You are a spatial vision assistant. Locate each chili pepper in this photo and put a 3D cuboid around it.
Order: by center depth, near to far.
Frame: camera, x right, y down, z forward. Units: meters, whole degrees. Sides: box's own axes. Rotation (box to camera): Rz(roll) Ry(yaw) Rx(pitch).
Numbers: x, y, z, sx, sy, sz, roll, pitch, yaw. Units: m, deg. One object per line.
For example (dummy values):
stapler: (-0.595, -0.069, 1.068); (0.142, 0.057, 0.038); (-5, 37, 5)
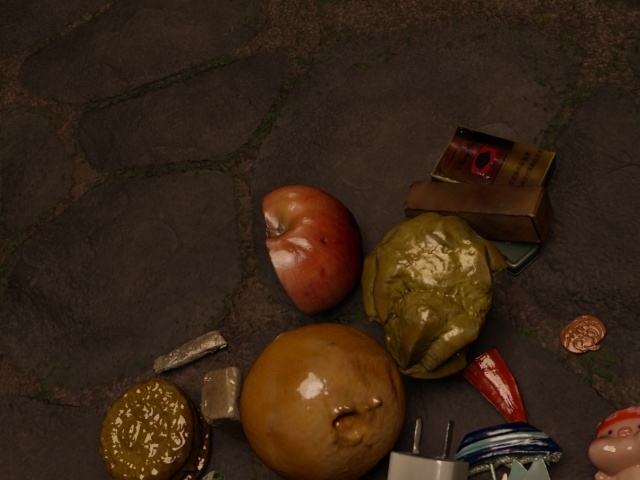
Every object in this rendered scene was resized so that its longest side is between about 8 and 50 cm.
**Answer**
chili pepper: (0.357, 0.303, 1.750); (0.088, 0.065, 0.169); (-37, 63, 11)

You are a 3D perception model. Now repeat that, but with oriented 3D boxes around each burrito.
burrito: (-0.293, 0.250, 1.987); (0.171, 0.042, 0.051); (-26, 47, 0)

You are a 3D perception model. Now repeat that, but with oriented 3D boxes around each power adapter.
power adapter: (0.200, 0.431, 1.645); (0.130, 0.125, 0.205); (4, 79, 32)

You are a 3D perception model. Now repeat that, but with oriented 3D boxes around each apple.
apple: (0.000, 0.000, 1.916); (0.163, 0.251, 0.293); (-24, 57, 14)

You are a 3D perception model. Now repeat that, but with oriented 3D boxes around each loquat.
loquat: (0.003, 0.311, 1.694); (0.328, 0.328, 0.328); (-8, 59, 13)

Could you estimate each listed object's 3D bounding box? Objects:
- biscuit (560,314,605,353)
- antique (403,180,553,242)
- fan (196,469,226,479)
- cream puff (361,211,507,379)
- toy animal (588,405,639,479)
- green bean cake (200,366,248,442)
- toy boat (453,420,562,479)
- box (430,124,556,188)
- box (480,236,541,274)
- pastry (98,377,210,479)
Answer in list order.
biscuit: (0.531, 0.192, 1.784); (0.091, 0.015, 0.078); (-39, 57, -7)
antique: (0.335, -0.065, 1.916); (0.310, 0.093, 0.087); (5, 55, 33)
fan: (-0.229, 0.500, 1.846); (0.080, 0.003, 0.060); (37, 76, 30)
cream puff: (0.195, 0.115, 1.736); (0.274, 0.323, 0.270); (27, 49, 13)
toy animal: (0.573, 0.394, 1.574); (0.171, 0.171, 0.197); (-15, 61, 9)
green bean cake: (-0.166, 0.337, 1.813); (0.085, 0.179, 0.109); (-14, 59, 23)
toy boat: (0.359, 0.485, 1.635); (0.220, 0.067, 0.291); (-19, 60, 19)
box: (0.391, -0.158, 1.999); (0.240, 0.071, 0.159); (21, 71, 25)
box: (0.406, 0.009, 1.919); (0.091, 0.031, 0.126); (-39, 56, -8)
pastry: (-0.357, 0.413, 1.858); (0.235, 0.132, 0.240); (-22, 55, 3)
